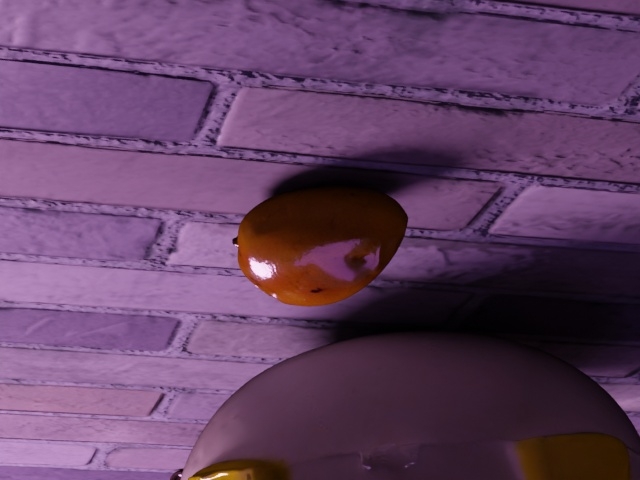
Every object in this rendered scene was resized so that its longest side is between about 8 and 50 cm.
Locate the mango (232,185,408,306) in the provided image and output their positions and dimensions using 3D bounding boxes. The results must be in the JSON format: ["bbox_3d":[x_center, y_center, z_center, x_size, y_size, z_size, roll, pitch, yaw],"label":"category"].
[{"bbox_3d":[0.000,0.000,1.043,0.114,0.060,0.080,-9,142,25],"label":"mango"}]

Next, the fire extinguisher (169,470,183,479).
[{"bbox_3d":[-0.118,0.259,1.760,0.046,0.032,0.100,-40,151,4],"label":"fire extinguisher"}]

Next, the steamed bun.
[{"bbox_3d":[0.074,0.222,1.284,0.374,0.333,0.334,-9,158,6],"label":"steamed bun"}]
